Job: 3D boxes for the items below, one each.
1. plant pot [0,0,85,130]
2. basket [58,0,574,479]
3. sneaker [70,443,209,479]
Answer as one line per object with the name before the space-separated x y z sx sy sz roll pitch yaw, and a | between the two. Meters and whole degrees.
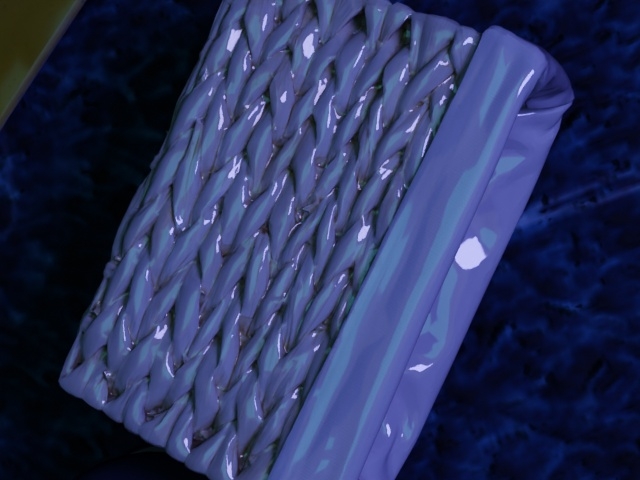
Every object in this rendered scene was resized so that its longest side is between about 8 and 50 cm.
plant pot | -0.174 -0.176 0.583 0.187 0.212 0.212 36 96 22
basket | 0.000 0.000 0.587 0.103 0.113 0.167 24 94 12
sneaker | 0.022 0.195 0.572 0.319 0.131 0.112 39 96 8
